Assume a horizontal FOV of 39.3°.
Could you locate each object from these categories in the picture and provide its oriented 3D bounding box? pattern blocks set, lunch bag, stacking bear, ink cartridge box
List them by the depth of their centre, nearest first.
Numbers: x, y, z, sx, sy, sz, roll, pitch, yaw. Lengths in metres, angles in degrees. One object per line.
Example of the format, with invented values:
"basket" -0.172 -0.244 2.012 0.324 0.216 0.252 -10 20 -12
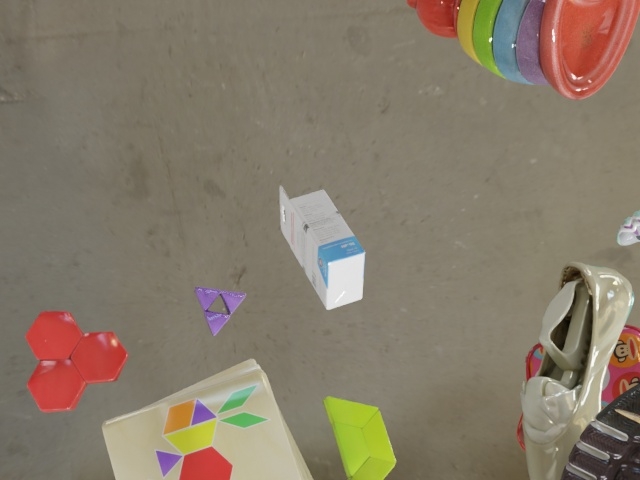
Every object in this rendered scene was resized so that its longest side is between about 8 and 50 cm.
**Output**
"pattern blocks set" -0.081 0.194 0.694 0.285 0.026 0.324 -8 73 -12
"stacking bear" 0.245 -0.302 1.184 0.175 0.289 0.164 -22 127 -33
"ink cartridge box" 0.000 0.000 1.329 0.060 0.104 0.180 -17 49 -17
"lunch bag" 0.458 0.303 1.522 0.258 0.120 0.293 -17 56 28

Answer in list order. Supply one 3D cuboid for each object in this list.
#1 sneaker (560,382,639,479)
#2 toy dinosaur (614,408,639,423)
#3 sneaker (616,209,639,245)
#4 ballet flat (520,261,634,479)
"sneaker" 0.265 0.245 0.833 0.106 0.162 0.281 32 96 18
"toy dinosaur" 0.261 0.180 0.500 0.064 0.211 0.112 -38 124 14
"sneaker" 0.372 -0.006 0.971 0.038 0.098 0.069 22 42 -37
"ballet flat" 0.244 0.133 0.906 0.086 0.086 0.248 22 72 -4
